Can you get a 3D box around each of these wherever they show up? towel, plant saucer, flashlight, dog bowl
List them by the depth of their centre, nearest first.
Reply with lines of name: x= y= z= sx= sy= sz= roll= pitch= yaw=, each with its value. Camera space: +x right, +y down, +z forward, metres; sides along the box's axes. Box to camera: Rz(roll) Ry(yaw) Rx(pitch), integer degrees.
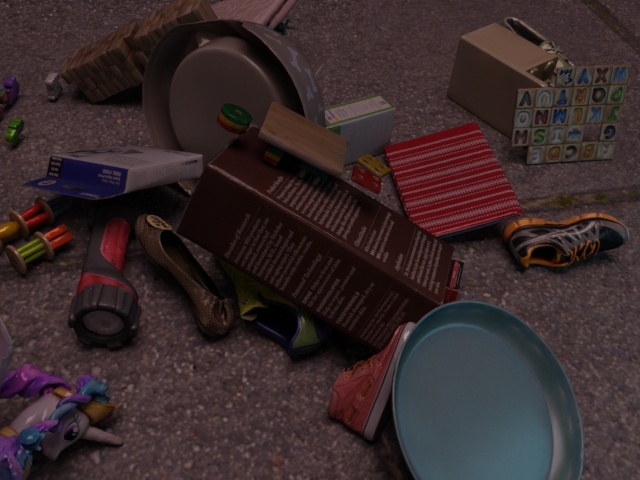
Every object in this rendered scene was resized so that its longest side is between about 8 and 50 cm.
plant saucer: x=0.219 y=0.236 z=1.005 sx=0.318 sy=0.044 sz=0.317 roll=12 pitch=63 yaw=-26
flashlight: x=-0.326 y=0.027 z=1.202 sx=0.103 sy=0.103 sz=0.304 roll=35 pitch=32 yaw=-29
dog bowl: x=-0.146 y=-0.220 z=1.312 sx=0.349 sy=0.348 sz=0.102 roll=27 pitch=35 yaw=20
towel: x=0.242 y=-0.114 z=1.420 sx=0.199 sy=0.031 sz=0.274 roll=-16 pitch=46 yaw=2
towel: x=-0.212 y=-0.453 z=1.625 sx=0.332 sy=0.053 sz=0.317 roll=-8 pitch=38 yaw=31

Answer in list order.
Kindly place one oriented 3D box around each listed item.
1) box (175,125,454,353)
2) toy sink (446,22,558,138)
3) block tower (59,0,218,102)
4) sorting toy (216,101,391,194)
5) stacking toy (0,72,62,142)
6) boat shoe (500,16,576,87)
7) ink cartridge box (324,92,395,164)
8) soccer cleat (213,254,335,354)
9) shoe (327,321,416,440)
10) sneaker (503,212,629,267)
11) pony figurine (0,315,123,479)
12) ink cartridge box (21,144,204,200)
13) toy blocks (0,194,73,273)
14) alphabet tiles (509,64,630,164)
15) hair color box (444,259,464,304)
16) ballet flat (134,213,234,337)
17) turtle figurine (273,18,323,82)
box: x=0.000 y=0.000 z=1.131 sx=0.381 sy=0.143 sz=0.191 roll=33 pitch=29 yaw=-1
toy sink: x=0.411 y=-0.339 z=1.617 sx=0.131 sy=0.152 sz=0.234 roll=-27 pitch=53 yaw=-30
block tower: x=-0.355 y=-0.385 z=1.514 sx=0.336 sy=0.097 sz=0.091 roll=-17 pitch=41 yaw=20
sorting toy: x=-0.023 y=-0.137 z=1.134 sx=0.275 sy=0.046 sz=0.132 roll=26 pitch=28 yaw=-9
stacking toy: x=-0.640 y=-0.273 z=1.504 sx=0.167 sy=0.052 sz=0.221 roll=10 pitch=46 yaw=6
boat shoe: x=0.514 y=-0.417 z=1.748 sx=0.109 sy=0.094 sz=0.302 roll=-26 pitch=53 yaw=-29
ink cartridge box: x=0.040 y=-0.206 z=1.469 sx=0.209 sy=0.109 sz=0.062 roll=-20 pitch=50 yaw=-24
soccer cleat: x=-0.097 y=0.068 z=1.183 sx=0.121 sy=0.093 sz=0.289 roll=-26 pitch=54 yaw=-37
shoe: x=0.071 y=0.184 z=1.049 sx=0.081 sy=0.177 sz=0.063 roll=24 pitch=10 yaw=21
sneaker: x=0.435 y=0.008 z=1.323 sx=0.215 sy=0.084 sz=0.083 roll=-5 pitch=44 yaw=3
pony figurine: x=-0.456 y=0.221 z=0.904 sx=0.351 sy=0.303 sz=0.363 roll=48 pitch=47 yaw=-5
ink cartridge box: x=-0.355 y=-0.123 z=1.286 sx=0.223 sy=0.045 sz=0.224 roll=11 pitch=21 yaw=36
toy blocks: x=-0.466 y=-0.019 z=1.261 sx=0.123 sy=0.054 sz=0.148 roll=34 pitch=50 yaw=26
alphabet tiles: x=0.498 y=-0.251 z=1.511 sx=0.237 sy=0.198 sz=0.009 roll=-5 pitch=27 yaw=-12
hair color box: x=0.164 y=0.056 z=1.265 sx=0.141 sy=0.043 sz=0.072 roll=14 pitch=45 yaw=8
ballet flat: x=-0.210 y=0.043 z=1.184 sx=0.084 sy=0.058 sz=0.250 roll=-1 pitch=47 yaw=-55
turtle figurine: x=-0.092 y=-0.366 z=1.617 sx=0.175 sy=0.118 sz=0.234 roll=55 pitch=38 yaw=-11
